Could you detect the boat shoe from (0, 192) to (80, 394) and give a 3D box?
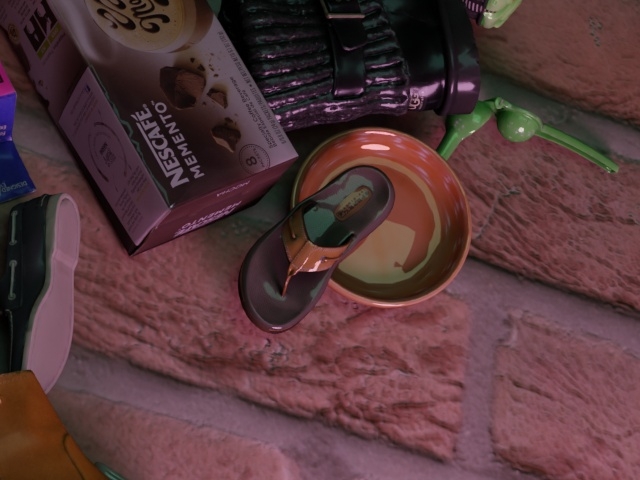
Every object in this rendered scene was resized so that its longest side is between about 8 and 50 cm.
[{"bbox_3d":[-0.275,0.053,1.781,0.065,0.075,0.206,-3,67,19],"label":"boat shoe"}]

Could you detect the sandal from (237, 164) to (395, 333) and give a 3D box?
[{"bbox_3d":[0.000,0.000,1.891,0.090,0.060,0.219,46,68,4],"label":"sandal"}]

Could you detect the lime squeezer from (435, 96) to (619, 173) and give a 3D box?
[{"bbox_3d":[0.206,-0.110,2.093,0.310,0.059,0.110,-10,72,-31],"label":"lime squeezer"}]

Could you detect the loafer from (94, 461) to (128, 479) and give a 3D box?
[{"bbox_3d":[-0.167,0.255,1.742,0.125,0.045,0.039,36,77,-1],"label":"loafer"}]

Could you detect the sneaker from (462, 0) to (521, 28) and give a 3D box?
[{"bbox_3d":[0.159,-0.442,2.174,0.202,0.185,0.483,7,55,-15],"label":"sneaker"}]

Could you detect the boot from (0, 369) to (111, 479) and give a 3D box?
[{"bbox_3d":[-0.224,0.211,1.675,0.295,0.104,0.211,-12,71,-18],"label":"boot"}]

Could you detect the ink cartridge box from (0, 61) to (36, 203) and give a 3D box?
[{"bbox_3d":[-0.419,-0.194,1.813,0.175,0.069,0.371,-20,80,-33],"label":"ink cartridge box"}]

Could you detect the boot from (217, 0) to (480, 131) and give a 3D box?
[{"bbox_3d":[0.012,-0.264,2.025,0.260,0.131,0.348,-5,51,-11],"label":"boot"}]

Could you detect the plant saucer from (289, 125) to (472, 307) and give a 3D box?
[{"bbox_3d":[0.061,-0.022,1.973,0.200,0.037,0.200,6,70,-16],"label":"plant saucer"}]

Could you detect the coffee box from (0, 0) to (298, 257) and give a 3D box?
[{"bbox_3d":[-0.177,-0.156,1.880,0.168,0.119,0.297,-23,79,-34],"label":"coffee box"}]
